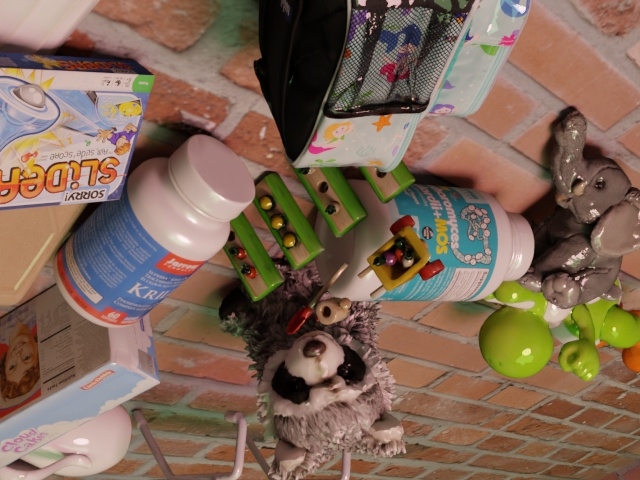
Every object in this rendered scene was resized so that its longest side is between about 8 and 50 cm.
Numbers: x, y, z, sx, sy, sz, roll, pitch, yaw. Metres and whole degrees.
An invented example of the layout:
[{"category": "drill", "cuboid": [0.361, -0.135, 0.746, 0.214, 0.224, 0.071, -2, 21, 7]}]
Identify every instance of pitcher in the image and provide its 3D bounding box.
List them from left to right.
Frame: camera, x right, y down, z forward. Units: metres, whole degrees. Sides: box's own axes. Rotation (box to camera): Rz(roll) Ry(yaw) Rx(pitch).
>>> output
[{"category": "pitcher", "cuboid": [-0.372, 0.284, 1.155, 0.207, 0.178, 0.125, 16, 110, -37]}]

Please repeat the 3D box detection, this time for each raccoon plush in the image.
[{"category": "raccoon plush", "cuboid": [0.041, 0.208, 1.125, 0.216, 0.299, 0.446, -27, 145, 13]}]

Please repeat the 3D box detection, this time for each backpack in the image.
[{"category": "backpack", "cuboid": [0.039, -0.181, 0.657, 0.191, 0.225, 0.253, 2, 145, -18]}]

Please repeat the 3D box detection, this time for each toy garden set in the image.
[{"category": "toy garden set", "cuboid": [0.000, 0.000, 0.902, 0.244, 0.204, 0.049, -38, 165, 25]}]

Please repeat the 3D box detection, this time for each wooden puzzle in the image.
[{"category": "wooden puzzle", "cuboid": [-0.337, -0.026, 0.798, 0.239, 0.044, 0.221, -47, 153, 17]}]

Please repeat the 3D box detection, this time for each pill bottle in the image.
[{"category": "pill bottle", "cuboid": [-0.176, -0.011, 0.879, 0.221, 0.124, 0.124, -39, 140, 28]}, {"category": "pill bottle", "cuboid": [0.135, 0.003, 1.021, 0.264, 0.146, 0.146, 2, 141, -28]}]

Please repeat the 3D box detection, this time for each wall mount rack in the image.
[{"category": "wall mount rack", "cuboid": [-0.128, 0.327, 1.265, 0.350, 0.130, 0.304, 17, 158, -38]}]

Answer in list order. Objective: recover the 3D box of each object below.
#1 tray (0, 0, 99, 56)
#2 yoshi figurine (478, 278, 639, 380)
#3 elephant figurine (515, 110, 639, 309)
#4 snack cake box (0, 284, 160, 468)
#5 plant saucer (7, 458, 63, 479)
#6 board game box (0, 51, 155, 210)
[{"category": "tray", "cuboid": [-0.298, -0.170, 0.689, 0.270, 0.030, 0.145, -38, 140, 26]}, {"category": "yoshi figurine", "cuboid": [0.368, 0.144, 1.286, 0.362, 0.203, 0.203, 16, 139, -35]}, {"category": "elephant figurine", "cuboid": [0.359, -0.036, 1.078, 0.186, 0.169, 0.239, -20, 142, -54]}, {"category": "snack cake box", "cuboid": [-0.336, 0.156, 1.013, 0.264, 0.152, 0.089, -29, 144, 16]}, {"category": "plant saucer", "cuboid": [-0.580, 0.383, 1.179, 0.400, 0.100, 0.400, -22, 178, -1]}, {"category": "board game box", "cuboid": [-0.250, -0.093, 0.714, 0.201, 0.035, 0.136, -11, 131, -50]}]
